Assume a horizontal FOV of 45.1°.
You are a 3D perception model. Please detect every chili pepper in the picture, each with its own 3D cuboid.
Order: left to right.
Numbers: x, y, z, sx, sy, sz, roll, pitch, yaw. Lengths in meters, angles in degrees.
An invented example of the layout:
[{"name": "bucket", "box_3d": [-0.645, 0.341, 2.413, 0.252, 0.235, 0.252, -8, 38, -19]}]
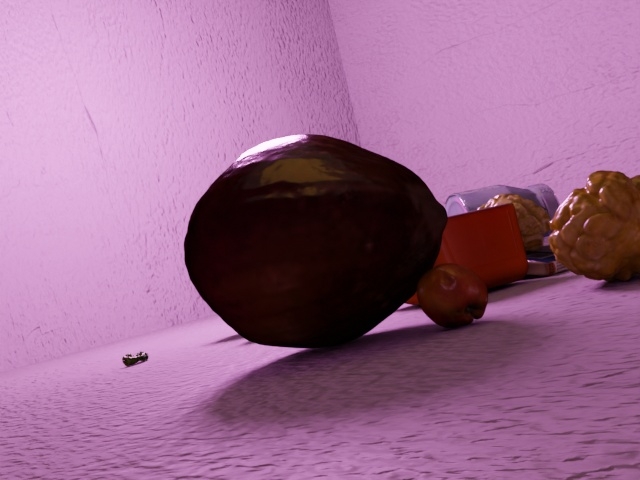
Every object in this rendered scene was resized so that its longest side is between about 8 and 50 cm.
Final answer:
[{"name": "chili pepper", "box_3d": [-0.432, 0.275, 1.811, 0.034, 0.030, 0.091, -40, -12, 17]}]

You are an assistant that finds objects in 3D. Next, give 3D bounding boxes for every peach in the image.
[{"name": "peach", "box_3d": [0.195, 0.079, 1.148, 0.101, 0.100, 0.101, -13, -1, 0]}]

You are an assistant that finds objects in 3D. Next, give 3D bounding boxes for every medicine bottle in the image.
[{"name": "medicine bottle", "box_3d": [0.539, -0.046, 2.268, 0.290, 0.245, 0.245, -11, -2, -9]}]

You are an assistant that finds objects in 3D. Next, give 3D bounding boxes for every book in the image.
[{"name": "book", "box_3d": [0.564, 0.022, 1.837, 0.428, 0.039, 0.300, -11, 6, -32]}]

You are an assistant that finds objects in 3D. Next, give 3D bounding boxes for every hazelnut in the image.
[{"name": "hazelnut", "box_3d": [0.000, 0.000, 1.246, 0.421, 0.352, 0.421, 5, -9, 1]}]

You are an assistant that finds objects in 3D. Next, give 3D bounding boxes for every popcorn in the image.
[{"name": "popcorn", "box_3d": [0.451, -0.040, 1.762, 0.173, 0.142, 0.173, 11, -15, 3]}, {"name": "popcorn", "box_3d": [0.482, -0.007, 1.240, 0.203, 0.226, 0.200, 32, 70, 36]}]

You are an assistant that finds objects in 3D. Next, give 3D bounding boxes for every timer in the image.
[{"name": "timer", "box_3d": [0.273, 0.047, 1.644, 0.257, 0.161, 0.250, -13, -9, -29]}]
